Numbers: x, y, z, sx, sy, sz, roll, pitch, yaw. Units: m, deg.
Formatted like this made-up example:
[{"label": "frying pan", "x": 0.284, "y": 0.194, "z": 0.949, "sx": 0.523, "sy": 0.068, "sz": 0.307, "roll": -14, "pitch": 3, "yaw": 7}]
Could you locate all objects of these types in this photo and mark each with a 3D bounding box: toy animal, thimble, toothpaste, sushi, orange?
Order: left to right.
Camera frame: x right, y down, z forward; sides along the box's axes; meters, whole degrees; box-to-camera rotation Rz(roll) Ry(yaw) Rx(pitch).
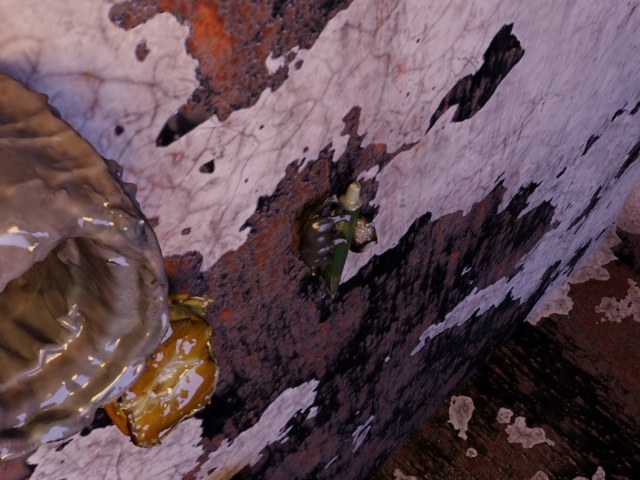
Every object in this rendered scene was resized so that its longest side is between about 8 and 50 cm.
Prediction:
[{"label": "thimble", "x": -0.210, "y": 0.023, "z": 0.484, "sx": 0.205, "sy": 0.172, "sz": 0.236, "roll": -22, "pitch": 144, "yaw": -52}, {"label": "orange", "x": -0.177, "y": 0.128, "z": 0.784, "sx": 0.160, "sy": 0.112, "sz": 0.170, "roll": 38, "pitch": 70, "yaw": -56}, {"label": "toy animal", "x": 0.000, "y": 0.000, "z": 0.977, "sx": 0.065, "sy": 0.047, "sz": 0.135, "roll": -32, "pitch": 154, "yaw": -22}, {"label": "toothpaste", "x": 0.026, "y": -0.001, "z": 1.029, "sx": 0.031, "sy": 0.049, "sz": 0.204, "roll": -11, "pitch": 139, "yaw": -25}, {"label": "sushi", "x": 0.053, "y": -0.013, "z": 1.073, "sx": 0.046, "sy": 0.044, "sz": 0.083, "roll": -24, "pitch": 153, "yaw": -2}]
